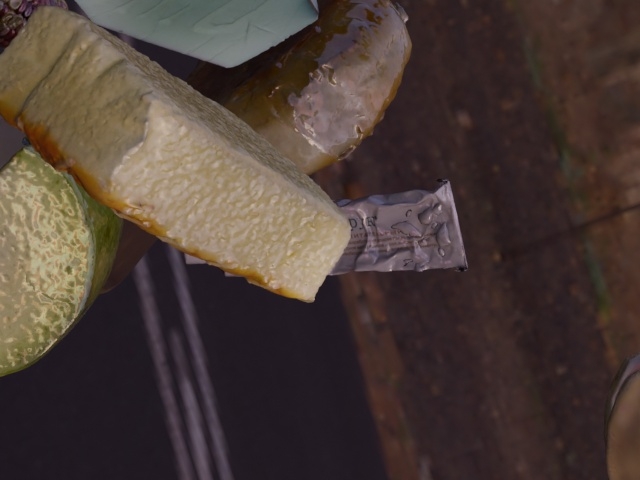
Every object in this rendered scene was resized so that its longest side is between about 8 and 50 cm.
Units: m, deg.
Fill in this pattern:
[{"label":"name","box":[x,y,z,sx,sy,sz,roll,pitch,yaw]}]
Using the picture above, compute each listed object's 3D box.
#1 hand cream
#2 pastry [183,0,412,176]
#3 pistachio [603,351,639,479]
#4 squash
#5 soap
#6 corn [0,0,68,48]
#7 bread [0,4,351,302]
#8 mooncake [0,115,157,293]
[{"label":"hand cream","box":[0.001,-0.001,1.429,0.050,0.256,0.084,-40,121,-75]},{"label":"pastry","box":[-0.026,-0.130,1.422,0.121,0.257,0.236,52,-9,-24]},{"label":"pistachio","box":[0.256,0.155,0.925,0.229,0.157,0.157,47,15,0]},{"label":"squash","box":[-0.183,0.036,1.095,0.085,0.192,0.184,44,11,23]},{"label":"soap","box":[-0.107,-0.215,1.205,0.230,0.145,0.091,11,58,-49]},{"label":"corn","box":[-0.399,-0.298,1.793,0.290,0.098,0.098,34,36,-49]},{"label":"bread","box":[-0.076,-0.042,0.861,0.125,0.068,0.188,43,8,39]},{"label":"mooncake","box":[-0.327,-0.021,1.647,0.246,0.393,0.394,50,-16,3]}]
